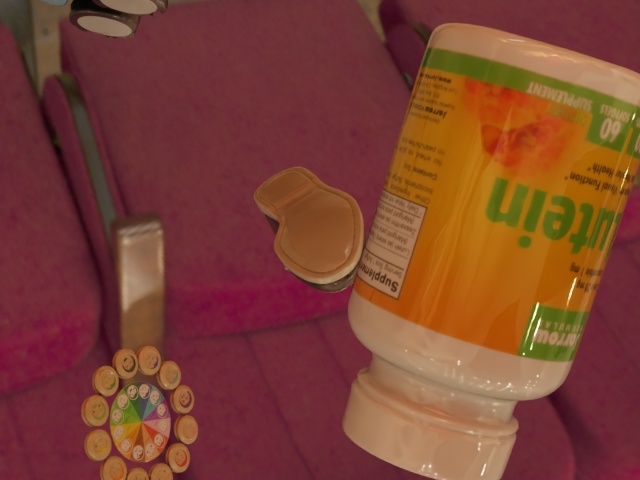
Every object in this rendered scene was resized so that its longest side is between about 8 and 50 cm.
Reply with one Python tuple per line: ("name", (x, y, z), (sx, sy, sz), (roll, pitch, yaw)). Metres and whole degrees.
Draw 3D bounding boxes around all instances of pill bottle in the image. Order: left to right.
("pill bottle", (0.095, 0.010, 0.652), (0.136, 0.136, 0.245), (11, 99, -38))

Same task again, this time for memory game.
("memory game", (-0.216, 0.221, 1.358), (0.012, 0.186, 0.186), (-12, 151, 37))

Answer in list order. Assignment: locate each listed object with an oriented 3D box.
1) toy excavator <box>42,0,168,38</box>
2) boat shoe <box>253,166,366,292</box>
("toy excavator", (-0.396, -0.460, 1.459), (0.445, 0.433, 0.222), (12, 81, -23))
("boat shoe", (0.000, 0.000, 0.911), (0.075, 0.206, 0.065), (-30, 116, -3))
